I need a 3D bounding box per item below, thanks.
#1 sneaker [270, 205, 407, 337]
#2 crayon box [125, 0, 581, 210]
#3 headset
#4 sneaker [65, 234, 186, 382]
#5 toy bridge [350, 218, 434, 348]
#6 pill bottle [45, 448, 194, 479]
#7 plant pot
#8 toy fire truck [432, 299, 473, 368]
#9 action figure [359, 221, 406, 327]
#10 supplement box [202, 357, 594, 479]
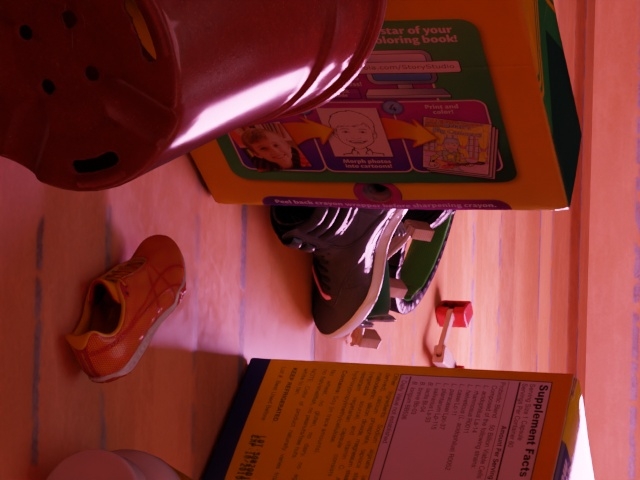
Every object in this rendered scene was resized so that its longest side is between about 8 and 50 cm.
[{"bbox_3d":[0.000,-0.001,1.828,0.104,0.147,0.295,63,-34,38],"label":"sneaker"},{"bbox_3d":[0.033,-0.158,1.480,0.313,0.363,0.106,67,31,-51],"label":"crayon box"},{"bbox_3d":[0.109,-0.101,2.120,0.243,0.185,0.394,-41,145,-60],"label":"headset"},{"bbox_3d":[-0.162,0.045,1.396,0.175,0.064,0.067,-69,143,-50],"label":"sneaker"},{"bbox_3d":[0.075,0.056,2.024,0.188,0.063,0.026,-65,-146,25],"label":"toy bridge"},{"bbox_3d":[-0.150,0.240,1.358,0.208,0.118,0.117,49,46,-62],"label":"pill bottle"},{"bbox_3d":[-0.125,-0.176,1.215,0.265,0.272,0.272,-42,131,-54],"label":"plant pot"},{"bbox_3d":[0.188,0.190,2.437,0.192,0.047,0.135,-59,145,-54],"label":"toy fire truck"},{"bbox_3d":[0.054,-0.014,1.959,0.063,0.137,0.232,6,77,-32],"label":"action figure"},{"bbox_3d":[0.085,0.262,1.676,0.194,0.357,0.195,-68,152,-44],"label":"supplement box"}]
